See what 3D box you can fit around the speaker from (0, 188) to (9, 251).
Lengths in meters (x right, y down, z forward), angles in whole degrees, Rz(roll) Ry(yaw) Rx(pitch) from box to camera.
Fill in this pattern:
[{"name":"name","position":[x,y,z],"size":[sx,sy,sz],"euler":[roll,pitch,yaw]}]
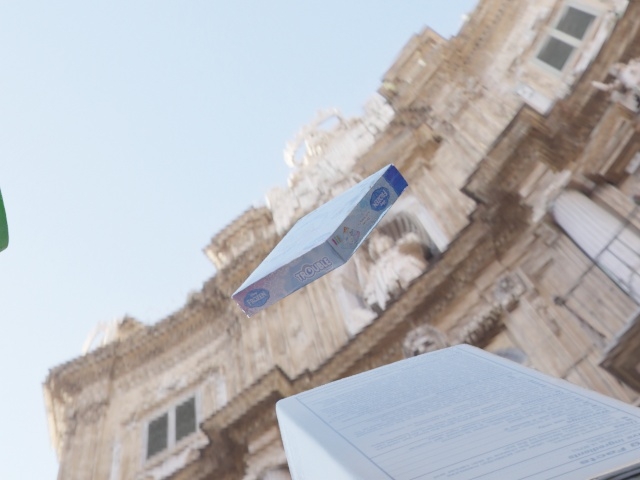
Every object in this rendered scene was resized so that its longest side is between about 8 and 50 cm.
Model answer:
[{"name":"speaker","position":[-0.366,-0.007,0.760],"size":[0.296,0.131,0.131],"euler":[-17,-69,-21]}]

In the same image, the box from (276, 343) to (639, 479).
[{"name":"box","position":[0.083,0.147,0.615],"size":[0.148,0.311,0.121],"euler":[-15,-84,-11]}]

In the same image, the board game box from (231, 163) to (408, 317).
[{"name":"board game box","position":[0.000,0.000,0.695],"size":[0.090,0.090,0.020],"euler":[-31,-78,42]}]
